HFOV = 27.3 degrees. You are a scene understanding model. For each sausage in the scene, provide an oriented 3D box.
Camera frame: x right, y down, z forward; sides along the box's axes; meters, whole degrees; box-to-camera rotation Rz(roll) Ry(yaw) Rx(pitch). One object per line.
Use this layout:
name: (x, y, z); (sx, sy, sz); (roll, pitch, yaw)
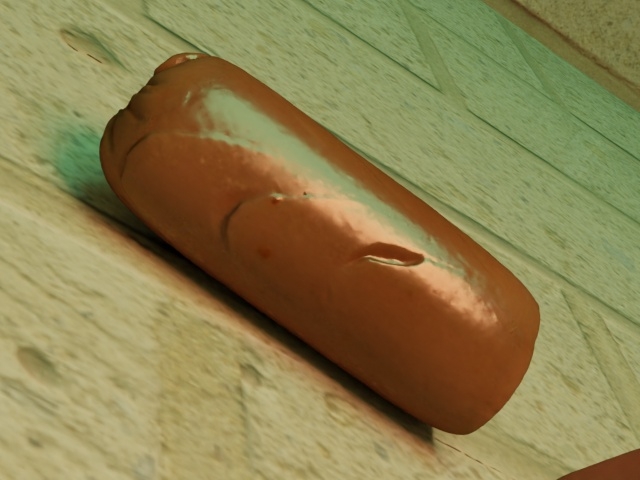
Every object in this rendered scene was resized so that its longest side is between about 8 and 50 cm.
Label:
sausage: (-0.001, -0.001, 0.853); (0.304, 0.121, 0.121); (37, 20, -8)

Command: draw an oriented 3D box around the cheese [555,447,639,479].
cheese: (0.231, 0.193, 0.804); (0.177, 0.203, 0.128); (6, 28, -5)
